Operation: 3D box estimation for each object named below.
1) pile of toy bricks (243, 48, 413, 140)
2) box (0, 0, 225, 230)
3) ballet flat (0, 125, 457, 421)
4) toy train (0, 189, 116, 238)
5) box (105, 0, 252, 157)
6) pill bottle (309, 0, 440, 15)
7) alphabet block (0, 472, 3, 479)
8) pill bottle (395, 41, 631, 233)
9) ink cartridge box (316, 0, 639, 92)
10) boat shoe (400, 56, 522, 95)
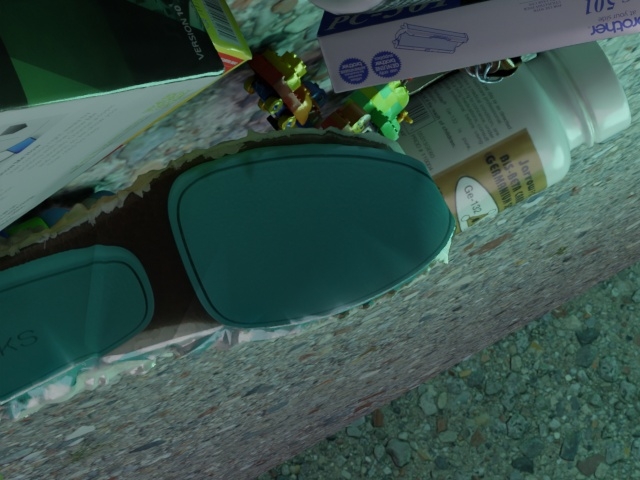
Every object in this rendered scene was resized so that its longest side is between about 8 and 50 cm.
[{"bbox_3d":[0.031,-0.095,1.029,0.105,0.118,0.212,-45,155,-1],"label":"pile of toy bricks"},{"bbox_3d":[-0.220,-0.023,0.545,0.232,0.059,0.322,-30,176,34],"label":"box"},{"bbox_3d":[-0.115,0.014,0.905,0.408,0.147,0.147,-16,163,-13],"label":"ballet flat"},{"bbox_3d":[-0.251,0.052,1.078,0.143,0.105,0.248,-32,172,-42],"label":"toy train"},{"bbox_3d":[-0.161,-0.082,0.826,0.232,0.058,0.087,-32,165,19],"label":"box"},{"bbox_3d":[0.097,-0.203,0.723,0.245,0.130,0.130,-17,162,-35],"label":"pill bottle"},{"bbox_3d":[-0.442,0.296,1.359,0.192,0.197,0.193,-30,165,13],"label":"alphabet block"},{"bbox_3d":[0.154,-0.095,1.188,0.229,0.131,0.131,-28,165,2],"label":"pill bottle"},{"bbox_3d":[0.107,-0.154,0.843,0.207,0.046,0.097,-10,-147,16],"label":"ink cartridge box"},{"bbox_3d":[0.130,-0.161,1.044,0.183,0.066,0.066,-35,163,28],"label":"boat shoe"}]
